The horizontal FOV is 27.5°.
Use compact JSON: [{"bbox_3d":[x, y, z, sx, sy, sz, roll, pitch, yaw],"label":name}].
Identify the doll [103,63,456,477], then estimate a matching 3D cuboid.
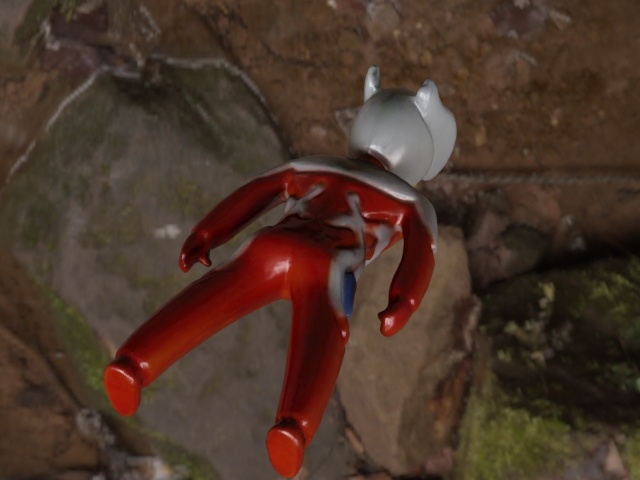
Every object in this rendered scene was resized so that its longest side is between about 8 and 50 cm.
[{"bbox_3d":[0.000,0.000,0.978,0.188,0.384,0.099,20,140,20],"label":"doll"}]
